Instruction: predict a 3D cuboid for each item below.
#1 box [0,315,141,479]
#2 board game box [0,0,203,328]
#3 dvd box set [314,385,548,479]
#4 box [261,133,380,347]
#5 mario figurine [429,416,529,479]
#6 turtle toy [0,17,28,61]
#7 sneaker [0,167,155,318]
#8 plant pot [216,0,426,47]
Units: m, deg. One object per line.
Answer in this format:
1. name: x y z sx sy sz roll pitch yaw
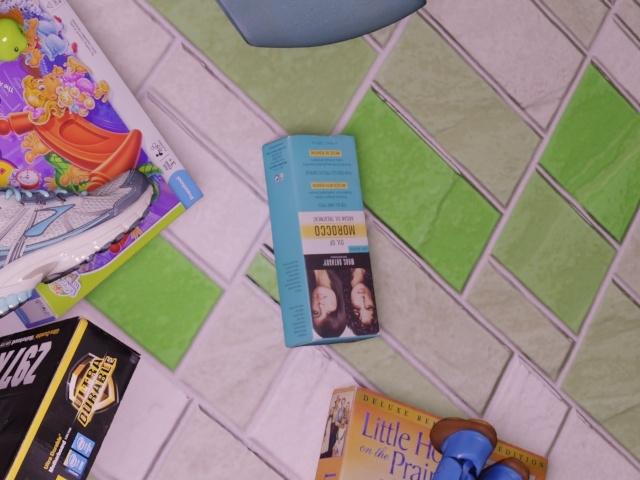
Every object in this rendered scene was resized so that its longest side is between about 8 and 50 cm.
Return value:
1. box: -0.317 0.214 1.556 0.079 0.322 0.257 37 62 -25
2. board game box: -0.314 -0.115 1.782 0.233 0.078 0.347 -43 105 -33
3. dvd box set: 0.107 0.414 1.976 0.308 0.062 0.420 23 68 -30
4. box: 0.000 0.000 1.991 0.101 0.060 0.244 -2 81 -36
5. mario figurine: 0.104 0.349 1.901 0.198 0.170 0.320 27 47 13
6. turtle toy: -0.356 -0.215 1.683 0.130 0.066 0.095 22 68 -30
7. sneaker: -0.285 -0.015 1.666 0.283 0.110 0.122 -36 98 -35
8. plant pot: -0.040 -0.332 1.931 0.195 0.290 0.290 -36 103 0
